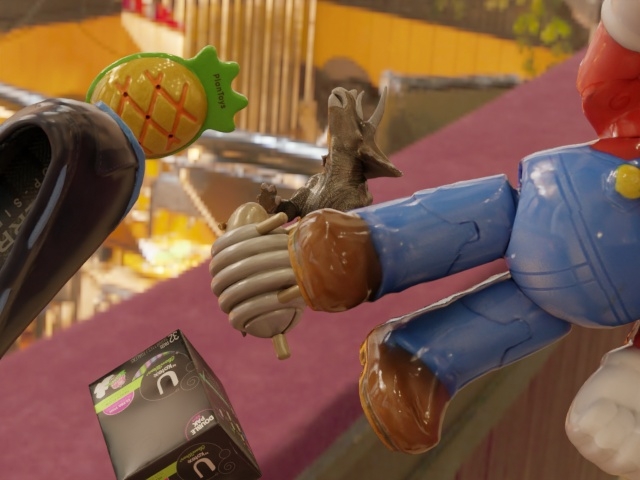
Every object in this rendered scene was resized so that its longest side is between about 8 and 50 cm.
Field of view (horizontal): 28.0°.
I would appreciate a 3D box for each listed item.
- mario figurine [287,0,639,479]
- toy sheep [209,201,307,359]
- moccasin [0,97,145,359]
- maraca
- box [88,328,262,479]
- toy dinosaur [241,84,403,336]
[{"bbox_3d":[0.147,-0.012,0.590,0.321,0.198,0.170,-26,48,13],"label":"mario figurine"},{"bbox_3d":[-0.044,0.031,1.023,0.091,0.132,0.091,-13,-21,-5],"label":"toy sheep"},{"bbox_3d":[-0.253,0.039,0.761,0.138,0.342,0.117,39,7,11],"label":"moccasin"},{"bbox_3d":[-0.179,-0.160,1.485,0.186,0.127,0.099,-13,25,0],"label":"maraca"},{"bbox_3d":[-0.078,0.101,0.682,0.062,0.052,0.083,-32,38,1],"label":"box"},{"bbox_3d":[0.000,0.000,1.359,0.121,0.313,0.160,38,38,29],"label":"toy dinosaur"}]
